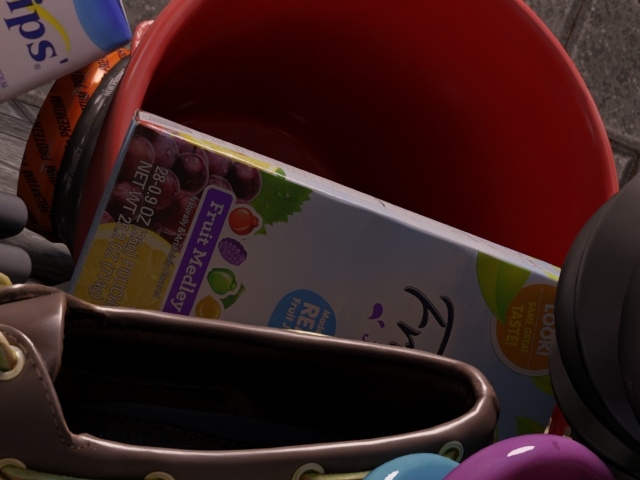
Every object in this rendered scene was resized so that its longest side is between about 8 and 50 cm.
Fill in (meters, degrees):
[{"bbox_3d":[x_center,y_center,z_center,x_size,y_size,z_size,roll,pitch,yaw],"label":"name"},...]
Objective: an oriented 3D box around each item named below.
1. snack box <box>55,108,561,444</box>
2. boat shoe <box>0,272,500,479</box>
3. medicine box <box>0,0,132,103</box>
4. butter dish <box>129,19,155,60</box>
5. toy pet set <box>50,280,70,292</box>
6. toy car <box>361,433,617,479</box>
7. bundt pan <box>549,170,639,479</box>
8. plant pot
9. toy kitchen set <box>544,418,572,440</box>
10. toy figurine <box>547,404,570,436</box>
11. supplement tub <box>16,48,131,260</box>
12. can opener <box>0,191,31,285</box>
[{"bbox_3d":[-0.012,0.061,0.643,0.207,0.174,0.070,19,7,-11],"label":"snack box"},{"bbox_3d":[-0.096,0.062,0.531,0.324,0.096,0.116,13,25,-12],"label":"boat shoe"},{"bbox_3d":[-0.311,-0.164,1.120,0.289,0.149,0.263,-26,16,-9],"label":"medicine box"},{"bbox_3d":[-0.044,-0.090,1.016,0.160,0.160,0.118,11,-26,-18],"label":"butter dish"},{"bbox_3d":[-0.162,0.067,0.769,0.114,0.065,0.122,-18,17,-19],"label":"toy pet set"},{"bbox_3d":[0.056,0.127,0.445,0.159,0.136,0.182,17,6,-32],"label":"toy car"},{"bbox_3d":[0.181,0.105,0.514,0.124,0.331,0.331,-24,12,-5],"label":"bundt pan"},{"bbox_3d":[-0.014,-0.004,0.833,0.275,0.275,0.243,19,-16,-19],"label":"plant pot"},{"bbox_3d":[0.191,0.092,1.185,0.122,0.166,0.207,18,6,-26],"label":"toy kitchen set"},{"bbox_3d":[0.266,0.208,0.748,0.362,0.191,0.217,27,34,-9],"label":"toy figurine"},{"bbox_3d":[-0.049,-0.021,1.177,0.338,0.207,0.207,22,5,9],"label":"supplement tub"},{"bbox_3d":[-0.264,-0.018,0.913,0.093,0.074,0.280,-10,-14,23],"label":"can opener"}]
